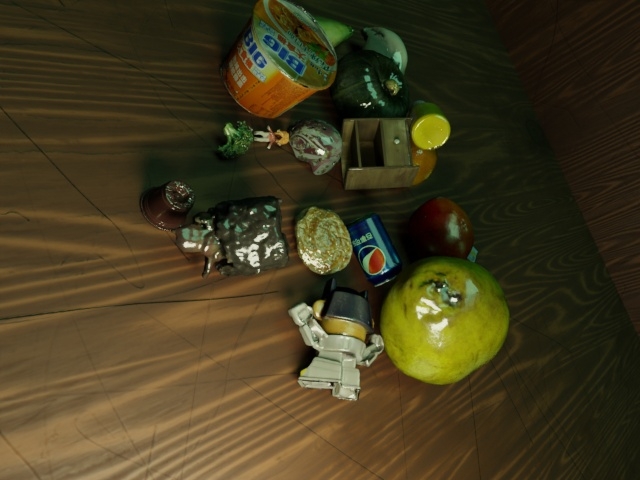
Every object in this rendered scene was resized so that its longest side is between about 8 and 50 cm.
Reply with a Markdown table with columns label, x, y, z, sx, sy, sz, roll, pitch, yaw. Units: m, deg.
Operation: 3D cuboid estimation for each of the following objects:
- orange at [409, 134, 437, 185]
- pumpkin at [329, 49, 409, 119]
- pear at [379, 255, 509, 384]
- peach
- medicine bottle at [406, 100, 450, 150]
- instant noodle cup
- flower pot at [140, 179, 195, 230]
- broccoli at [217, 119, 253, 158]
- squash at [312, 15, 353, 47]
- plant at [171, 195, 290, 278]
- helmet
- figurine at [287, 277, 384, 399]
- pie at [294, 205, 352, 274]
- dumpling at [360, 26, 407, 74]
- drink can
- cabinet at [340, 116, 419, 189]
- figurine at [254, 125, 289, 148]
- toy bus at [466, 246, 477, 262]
| label | x | y | z | sx | sy | sz | roll | pitch | yaw |
| --- | --- | --- | --- | --- | --- | --- | --- | --- | --- |
| orange | 0.303 | -0.273 | 1.779 | 0.237 | 0.179 | 0.158 | 9 | 21 | -44 |
| pumpkin | 0.169 | -0.494 | 1.740 | 0.300 | 0.207 | 0.300 | 14 | 68 | -37 |
| pear | 0.331 | 0.213 | 1.432 | 0.413 | 0.352 | 0.352 | 69 | 29 | -46 |
| peach | 0.402 | -0.022 | 1.723 | 0.243 | 0.199 | 0.243 | 25 | 51 | -35 |
| medicine bottle | 0.335 | -0.383 | 1.676 | 0.122 | 0.122 | 0.212 | 38 | 24 | -23 |
| instant noodle cup | -0.127 | -0.489 | 1.450 | 0.296 | 0.214 | 0.296 | 22 | 55 | -35 |
| flower pot | -0.325 | -0.086 | 1.144 | 0.111 | 0.089 | 0.111 | 21 | 56 | -35 |
| broccoli | -0.223 | -0.260 | 1.345 | 0.092 | 0.097 | 0.095 | 48 | 13 | -22 |
| squash | -0.009 | -0.688 | 1.743 | 0.370 | 0.118 | 0.118 | -33 | 93 | -50 |
| plant | -0.183 | -0.004 | 1.160 | 0.234 | 0.204 | 0.178 | -14 | 98 | -4 |
| helmet | -0.002 | -0.296 | 1.550 | 0.177 | 0.107 | 0.153 | 43 | 49 | -20 |
| figurine | 0.052 | 0.238 | 1.301 | 0.308 | 0.143 | 0.308 | 15 | 72 | -54 |
| pie | 0.000 | 0.000 | 1.422 | 0.163 | 0.079 | 0.193 | -14 | 80 | -36 |
| dumpling | 0.233 | -0.651 | 1.935 | 0.227 | 0.175 | 0.243 | 61 | 31 | -74 |
| drink can | 0.157 | 0.026 | 1.527 | 0.118 | 0.118 | 0.205 | -26 | 88 | -47 |
| cabinet | 0.176 | -0.266 | 1.589 | 0.215 | 0.148 | 0.175 | -2 | 72 | -4 |
| figurine | -0.136 | -0.290 | 1.467 | 0.109 | 0.047 | 0.064 | -5 | 102 | -38 |
| toy bus | 0.487 | 0.015 | 1.891 | 0.190 | 0.064 | 0.075 | 35 | 61 | -26 |
